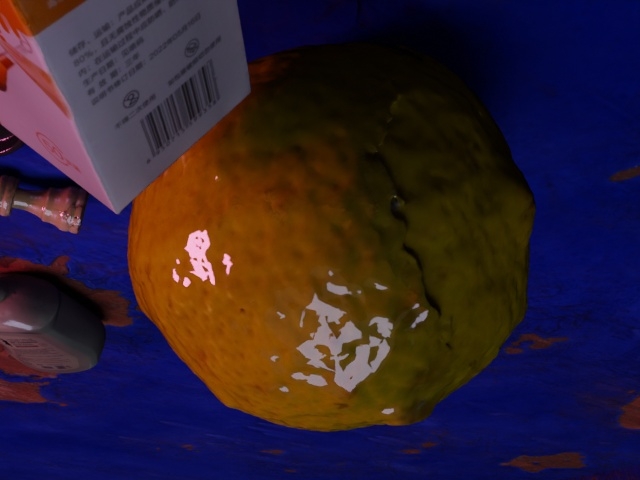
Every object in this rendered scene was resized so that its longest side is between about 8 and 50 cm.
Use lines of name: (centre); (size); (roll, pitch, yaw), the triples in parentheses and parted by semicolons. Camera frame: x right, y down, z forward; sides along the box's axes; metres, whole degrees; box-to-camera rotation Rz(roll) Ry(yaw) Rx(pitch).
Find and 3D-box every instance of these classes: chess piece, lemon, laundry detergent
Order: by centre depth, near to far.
lemon: (0.000, 0.000, 0.724); (0.387, 0.349, 0.350); (-9, 151, 32)
chess piece: (-0.360, -0.052, 0.931); (0.172, 0.060, 0.060); (13, 149, -17)
laundry detergent: (-0.444, 0.120, 1.210); (0.181, 0.091, 0.253); (0, 152, 14)

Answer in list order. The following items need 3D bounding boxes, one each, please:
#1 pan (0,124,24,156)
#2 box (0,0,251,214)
pan: (-0.418, -0.125, 0.819); (0.235, 0.028, 0.136); (-4, 151, 2)
box: (-0.179, -0.201, 0.454); (0.225, 0.143, 0.341); (35, 157, 19)
